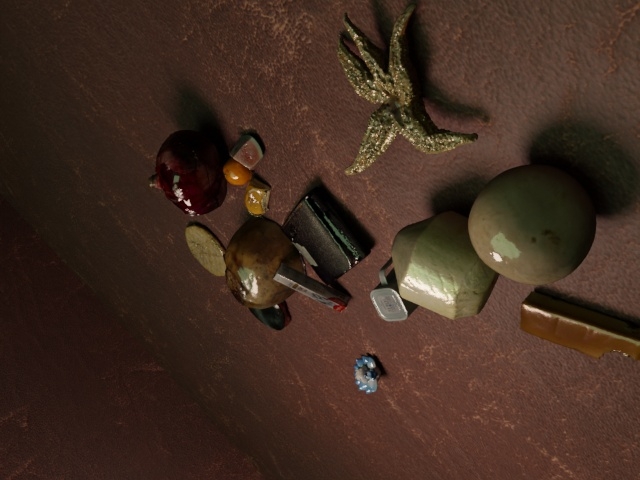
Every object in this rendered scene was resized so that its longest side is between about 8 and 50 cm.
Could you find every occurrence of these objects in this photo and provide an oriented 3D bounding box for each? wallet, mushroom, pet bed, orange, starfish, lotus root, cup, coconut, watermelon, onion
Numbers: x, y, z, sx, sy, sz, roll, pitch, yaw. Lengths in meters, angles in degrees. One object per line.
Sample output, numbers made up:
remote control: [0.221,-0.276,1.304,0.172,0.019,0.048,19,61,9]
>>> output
wallet: [0.000,0.000,1.483,0.221,0.071,0.262,49,153,1]
mushroom: [0.354,-0.024,0.968,0.204,0.204,0.204,30,141,28]
pet bed: [-0.185,0.215,1.904,0.201,0.053,0.201,29,141,27]
orange: [-0.225,-0.190,1.542,0.084,0.083,0.083,30,141,28]
starfish: [0.114,-0.288,1.066,0.302,0.084,0.293,-7,112,47]
lotus root: [-0.191,0.081,1.686,0.272,0.192,0.272,37,149,28]
cup: [0.185,0.103,1.315,0.095,0.129,0.128,-13,108,46]
coconut: [0.243,0.042,1.129,0.222,0.202,0.202,25,139,24]
watermelon: [-0.190,-0.229,1.477,0.085,0.072,0.092,27,138,4]
onion: [-0.371,-0.180,1.573,0.219,0.252,0.252,-16,117,8]

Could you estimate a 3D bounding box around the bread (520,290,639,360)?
bread: [0.501,0.171,1.086,0.226,0.049,0.088,20,136,35]

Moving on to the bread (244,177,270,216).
bread: [-0.181,-0.119,1.584,0.072,0.053,0.106,35,138,15]

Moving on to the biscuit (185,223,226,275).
biscuit: [-0.402,0.037,1.999,0.220,0.033,0.219,29,140,27]

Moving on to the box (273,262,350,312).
box: [-0.025,0.132,1.578,0.218,0.039,0.055,27,153,-7]

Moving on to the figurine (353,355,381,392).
figurine: [0.132,0.400,1.692,0.114,0.079,0.114,10,103,48]
